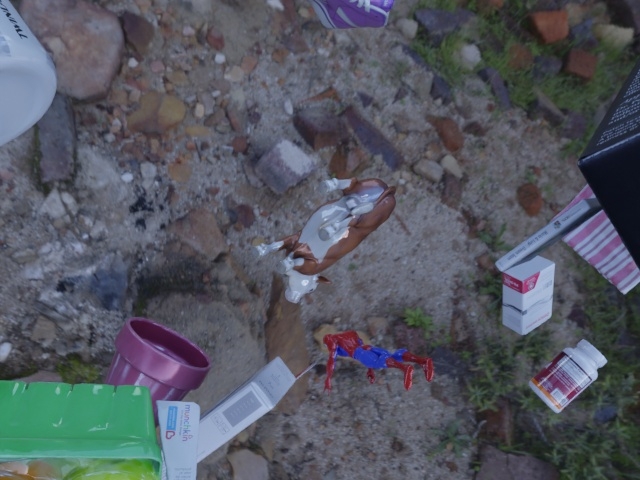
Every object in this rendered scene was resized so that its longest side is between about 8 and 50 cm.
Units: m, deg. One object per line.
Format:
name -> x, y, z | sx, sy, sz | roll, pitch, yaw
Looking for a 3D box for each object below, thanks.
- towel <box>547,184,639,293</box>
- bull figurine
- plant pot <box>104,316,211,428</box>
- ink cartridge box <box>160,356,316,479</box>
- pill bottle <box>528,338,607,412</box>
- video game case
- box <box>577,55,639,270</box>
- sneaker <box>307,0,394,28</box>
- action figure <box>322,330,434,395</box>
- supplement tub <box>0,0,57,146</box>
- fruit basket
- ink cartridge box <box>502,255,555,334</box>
towel -> 0.530, -0.017, 1.077 | 0.029, 0.144, 0.197 | 16, 29, -46
bull figurine -> 0.000, 0.000, 1.044 | 0.101, 0.310, 0.188 | 53, 29, 18
plant pot -> -0.352, 0.284, 1.215 | 0.201, 0.201, 0.180 | 30, 89, -2
ink cartridge box -> -0.170, 0.336, 1.181 | 0.296, 0.261, 0.066 | -39, 85, 17
pill bottle -> 0.521, 0.283, 1.249 | 0.152, 0.086, 0.086 | -44, 86, 4
video game case -> 0.330, -0.010, 0.839 | 0.157, 0.143, 0.019 | -7, 60, -56
box -> 0.605, -0.048, 0.714 | 0.480, 0.297, 0.472 | 56, 47, -8
sneaker -> 0.046, -0.458, 1.043 | 0.161, 0.282, 0.102 | 15, 93, 24
action figure -> 0.096, 0.268, 1.210 | 0.091, 0.280, 0.139 | -6, 103, -37
supplement tub -> -0.476, -0.269, 0.664 | 0.207, 0.207, 0.338 | -35, 86, -20
fruit basket -> -0.307, 0.341, 0.662 | 0.327, 0.165, 0.353 | 5, 53, -14
ink cartridge box -> 0.476, 0.125, 1.363 | 0.109, 0.063, 0.150 | -24, 122, -27
